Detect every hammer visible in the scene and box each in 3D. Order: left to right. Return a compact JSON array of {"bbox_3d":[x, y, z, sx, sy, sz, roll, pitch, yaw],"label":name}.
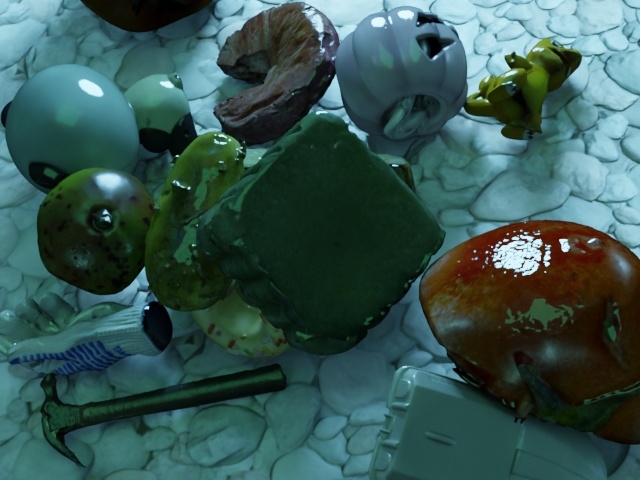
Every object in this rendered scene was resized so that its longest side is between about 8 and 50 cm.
[{"bbox_3d":[-0.187,0.190,1.607,0.297,0.027,0.125,-12,69,-1],"label":"hammer"}]

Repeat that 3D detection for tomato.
[{"bbox_3d":[0.269,0.067,1.452,0.309,0.170,0.309,25,27,-14],"label":"tomato"}]

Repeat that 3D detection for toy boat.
[{"bbox_3d":[0.173,0.229,1.428,0.141,0.269,0.140,-34,45,42],"label":"toy boat"}]

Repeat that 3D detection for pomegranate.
[{"bbox_3d":[-0.284,-0.009,1.690,0.159,0.159,0.205,-44,15,-19],"label":"pomegranate"}]

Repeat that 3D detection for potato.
[{"bbox_3d":[-0.142,-0.023,1.578,0.117,0.090,0.225,8,72,9],"label":"potato"}]

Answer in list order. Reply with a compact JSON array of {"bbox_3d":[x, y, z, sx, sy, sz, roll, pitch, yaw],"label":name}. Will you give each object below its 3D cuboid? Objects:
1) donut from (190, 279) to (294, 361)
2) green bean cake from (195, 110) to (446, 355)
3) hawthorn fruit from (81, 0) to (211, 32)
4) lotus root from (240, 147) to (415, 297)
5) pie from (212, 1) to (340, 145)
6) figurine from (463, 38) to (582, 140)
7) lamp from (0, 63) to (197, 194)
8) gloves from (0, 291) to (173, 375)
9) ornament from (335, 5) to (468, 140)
[{"bbox_3d":[-0.087,0.095,1.611,0.166,0.108,0.065,16,39,20],"label":"donut"},{"bbox_3d":[0.000,0.000,1.501,0.227,0.125,0.222,45,71,-4],"label":"green bean cake"},{"bbox_3d":[-0.255,-0.432,1.946,0.268,0.267,0.300,2,59,13],"label":"hawthorn fruit"},{"bbox_3d":[-0.028,-0.027,1.684,0.314,0.142,0.210,14,97,16],"label":"lotus root"},{"bbox_3d":[-0.065,-0.235,1.844,0.204,0.054,0.218,-31,46,20],"label":"pie"},{"bbox_3d":[0.263,-0.208,1.781,0.122,0.121,0.176,3,36,47],"label":"figurine"},{"bbox_3d":[-0.298,-0.150,1.802,0.244,0.197,0.197,-14,50,-24],"label":"lamp"},{"bbox_3d":[-0.295,0.117,1.644,0.229,0.097,0.119,1,15,14],"label":"gloves"},{"bbox_3d":[0.108,-0.211,1.755,0.178,0.177,0.177,-6,54,8],"label":"ornament"}]
